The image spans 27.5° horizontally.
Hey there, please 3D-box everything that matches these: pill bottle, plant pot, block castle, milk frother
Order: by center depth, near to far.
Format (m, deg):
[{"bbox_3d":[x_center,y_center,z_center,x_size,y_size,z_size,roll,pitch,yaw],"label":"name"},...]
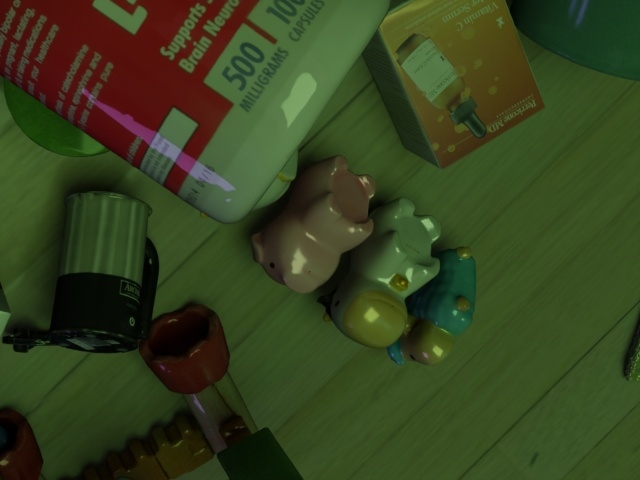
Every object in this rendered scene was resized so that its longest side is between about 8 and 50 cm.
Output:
[{"bbox_3d":[-0.170,-0.212,0.999,0.407,0.229,0.229,34,94,-5],"label":"pill bottle"},{"bbox_3d":[-0.148,0.254,1.135,0.303,0.453,0.213,-29,123,-9],"label":"block castle"},{"bbox_3d":[-0.230,0.037,1.227,0.143,0.129,0.135,2,71,7],"label":"milk frother"},{"bbox_3d":[0.303,-0.300,1.236,0.271,0.272,0.255,6,120,-23],"label":"plant pot"}]

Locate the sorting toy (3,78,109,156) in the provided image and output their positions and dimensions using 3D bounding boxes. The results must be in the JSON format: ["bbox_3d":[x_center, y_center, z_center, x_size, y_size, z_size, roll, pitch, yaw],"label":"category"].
[{"bbox_3d":[-0.190,-0.140,1.173,0.365,0.126,0.127,-25,88,-7],"label":"sorting toy"}]

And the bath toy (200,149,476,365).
[{"bbox_3d":[0.000,0.000,1.290,0.348,0.129,0.151,37,48,-30],"label":"bath toy"}]

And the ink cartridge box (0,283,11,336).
[{"bbox_3d":[-0.375,0.101,1.167,0.127,0.128,0.176,22,100,-27],"label":"ink cartridge box"}]

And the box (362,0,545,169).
[{"bbox_3d":[0.123,-0.180,1.288,0.130,0.091,0.170,-32,116,-9],"label":"box"}]

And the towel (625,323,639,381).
[{"bbox_3d":[0.421,0.103,1.541,0.110,0.027,0.148,9,106,-23],"label":"towel"}]
